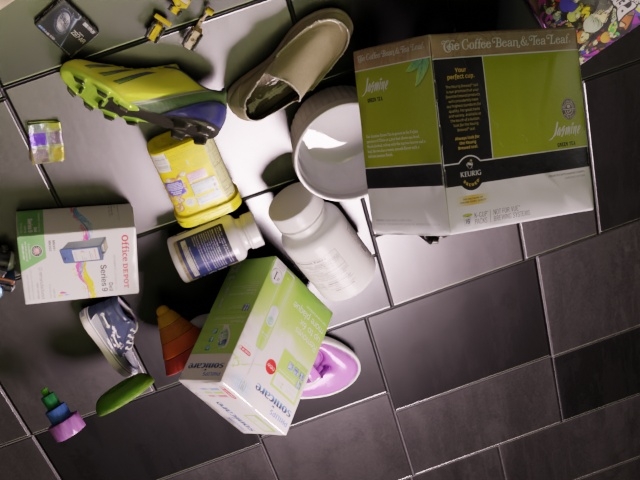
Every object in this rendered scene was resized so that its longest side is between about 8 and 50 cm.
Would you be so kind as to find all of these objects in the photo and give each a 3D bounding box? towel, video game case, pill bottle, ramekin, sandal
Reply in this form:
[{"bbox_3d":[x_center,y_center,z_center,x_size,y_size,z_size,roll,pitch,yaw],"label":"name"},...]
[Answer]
[{"bbox_3d":[-0.481,-0.172,1.880,0.060,0.009,0.083,-4,125,-12],"label":"towel"},{"bbox_3d":[0.488,-0.452,1.943,0.210,0.041,0.232,-34,127,10],"label":"video game case"},{"bbox_3d":[-0.197,0.008,2.035,0.169,0.094,0.094,-22,127,0],"label":"pill bottle"},{"bbox_3d":[0.041,-0.185,1.960,0.207,0.109,0.207,-8,125,-11],"label":"ramekin"},{"bbox_3d":[0.000,0.000,2.063,0.131,0.131,0.229,-32,126,7],"label":"pill bottle"},{"bbox_3d":[-0.103,0.270,2.240,0.416,0.102,0.169,15,119,-24],"label":"sandal"}]

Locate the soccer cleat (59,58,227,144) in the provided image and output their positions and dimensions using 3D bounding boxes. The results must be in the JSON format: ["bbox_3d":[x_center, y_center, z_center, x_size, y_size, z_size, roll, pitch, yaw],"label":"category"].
[{"bbox_3d":[-0.299,-0.259,1.836,0.289,0.121,0.093,18,160,-12],"label":"soccer cleat"}]

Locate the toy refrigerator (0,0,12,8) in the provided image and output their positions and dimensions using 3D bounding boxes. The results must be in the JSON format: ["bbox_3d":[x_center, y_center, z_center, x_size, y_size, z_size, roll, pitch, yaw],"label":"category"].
[{"bbox_3d":[-0.451,-0.460,1.638,0.270,0.094,0.102,-31,133,8],"label":"toy refrigerator"}]

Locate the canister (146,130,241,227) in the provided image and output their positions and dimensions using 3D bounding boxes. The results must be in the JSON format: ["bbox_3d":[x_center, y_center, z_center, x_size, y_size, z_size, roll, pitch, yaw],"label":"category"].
[{"bbox_3d":[-0.230,-0.122,1.949,0.126,0.073,0.169,-21,126,-1],"label":"canister"}]

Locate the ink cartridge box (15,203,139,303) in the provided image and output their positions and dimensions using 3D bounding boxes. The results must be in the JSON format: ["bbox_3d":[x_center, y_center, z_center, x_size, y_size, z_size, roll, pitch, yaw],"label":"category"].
[{"bbox_3d":[-0.446,0.023,1.976,0.213,0.093,0.154,-5,125,-15],"label":"ink cartridge box"}]

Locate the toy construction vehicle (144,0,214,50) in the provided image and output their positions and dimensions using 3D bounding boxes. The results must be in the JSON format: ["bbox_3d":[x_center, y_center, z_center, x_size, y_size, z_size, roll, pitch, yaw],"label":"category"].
[{"bbox_3d":[-0.237,-0.367,1.804,0.086,0.035,0.098,28,110,-18],"label":"toy construction vehicle"}]

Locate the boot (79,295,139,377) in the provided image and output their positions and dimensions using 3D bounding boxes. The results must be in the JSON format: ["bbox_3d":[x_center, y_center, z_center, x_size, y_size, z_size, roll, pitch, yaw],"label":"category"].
[{"bbox_3d":[-0.391,0.193,2.123,0.086,0.069,0.190,-24,127,9],"label":"boot"}]

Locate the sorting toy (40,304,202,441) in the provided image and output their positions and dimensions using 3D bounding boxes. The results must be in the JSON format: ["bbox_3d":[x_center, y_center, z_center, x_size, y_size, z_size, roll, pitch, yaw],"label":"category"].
[{"bbox_3d":[-0.386,0.245,2.082,0.366,0.127,0.126,-31,96,-4],"label":"sorting toy"}]

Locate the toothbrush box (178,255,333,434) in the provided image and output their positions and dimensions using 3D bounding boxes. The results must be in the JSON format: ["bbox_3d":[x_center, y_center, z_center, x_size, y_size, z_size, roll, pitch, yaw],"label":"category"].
[{"bbox_3d":[-0.118,0.203,2.074,0.122,0.283,0.206,-5,139,41],"label":"toothbrush box"}]

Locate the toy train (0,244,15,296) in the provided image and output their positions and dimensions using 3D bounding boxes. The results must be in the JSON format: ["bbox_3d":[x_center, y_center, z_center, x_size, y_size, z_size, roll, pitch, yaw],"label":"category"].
[{"bbox_3d":[-0.641,0.045,1.945,0.184,0.080,0.105,14,113,-24],"label":"toy train"}]

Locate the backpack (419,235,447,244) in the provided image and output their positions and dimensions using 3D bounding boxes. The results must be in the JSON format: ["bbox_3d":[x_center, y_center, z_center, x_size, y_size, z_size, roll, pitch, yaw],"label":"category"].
[{"bbox_3d":[0.207,-0.085,2.031,0.115,0.182,0.151,-25,102,0],"label":"backpack"}]

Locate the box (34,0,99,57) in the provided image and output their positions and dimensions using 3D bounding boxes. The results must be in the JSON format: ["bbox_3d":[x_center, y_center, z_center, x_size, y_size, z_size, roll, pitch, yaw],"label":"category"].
[{"bbox_3d":[-0.418,-0.352,1.766,0.067,0.018,0.083,-37,126,11],"label":"box"}]

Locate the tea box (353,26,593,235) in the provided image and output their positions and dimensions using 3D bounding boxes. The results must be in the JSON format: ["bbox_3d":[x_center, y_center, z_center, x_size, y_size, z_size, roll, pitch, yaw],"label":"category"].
[{"bbox_3d":[0.262,-0.188,1.825,0.329,0.220,0.323,-9,96,-32],"label":"tea box"}]

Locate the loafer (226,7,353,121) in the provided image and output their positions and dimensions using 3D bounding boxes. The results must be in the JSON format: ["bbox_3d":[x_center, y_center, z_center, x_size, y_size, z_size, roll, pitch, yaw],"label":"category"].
[{"bbox_3d":[-0.046,-0.293,1.868,0.268,0.092,0.102,-41,125,13],"label":"loafer"}]
